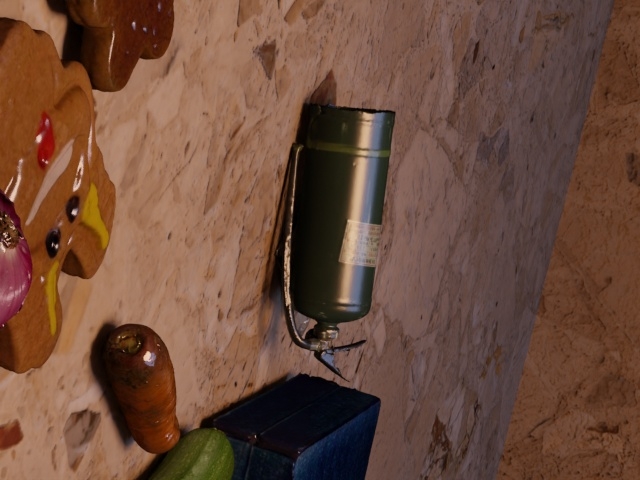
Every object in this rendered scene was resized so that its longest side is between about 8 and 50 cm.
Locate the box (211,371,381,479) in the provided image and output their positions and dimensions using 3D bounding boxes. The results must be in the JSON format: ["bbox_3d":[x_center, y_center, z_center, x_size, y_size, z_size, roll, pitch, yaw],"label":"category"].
[{"bbox_3d":[-0.050,0.300,2.047,0.279,0.116,0.261,-21,126,-70],"label":"box"}]

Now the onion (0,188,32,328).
[{"bbox_3d":[-0.238,0.011,1.232,0.104,0.115,0.115,-34,-178,26],"label":"onion"}]

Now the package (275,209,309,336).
[{"bbox_3d":[0.000,0.000,2.114,0.171,0.027,0.173,76,33,-52],"label":"package"}]

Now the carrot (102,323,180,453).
[{"bbox_3d":[-0.153,0.130,1.672,0.186,0.060,0.060,83,27,-58],"label":"carrot"}]

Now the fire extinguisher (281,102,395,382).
[{"bbox_3d":[0.014,0.005,2.004,0.118,0.093,0.294,2,99,-37],"label":"fire extinguisher"}]

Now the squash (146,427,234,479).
[{"bbox_3d":[-0.138,0.243,1.789,0.219,0.068,0.077,-42,136,-61],"label":"squash"}]

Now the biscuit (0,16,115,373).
[{"bbox_3d":[-0.206,-0.035,1.376,0.295,0.044,0.186,80,27,-56],"label":"biscuit"}]

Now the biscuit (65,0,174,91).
[{"bbox_3d":[-0.134,-0.223,1.456,0.180,0.039,0.236,83,26,-46],"label":"biscuit"}]
